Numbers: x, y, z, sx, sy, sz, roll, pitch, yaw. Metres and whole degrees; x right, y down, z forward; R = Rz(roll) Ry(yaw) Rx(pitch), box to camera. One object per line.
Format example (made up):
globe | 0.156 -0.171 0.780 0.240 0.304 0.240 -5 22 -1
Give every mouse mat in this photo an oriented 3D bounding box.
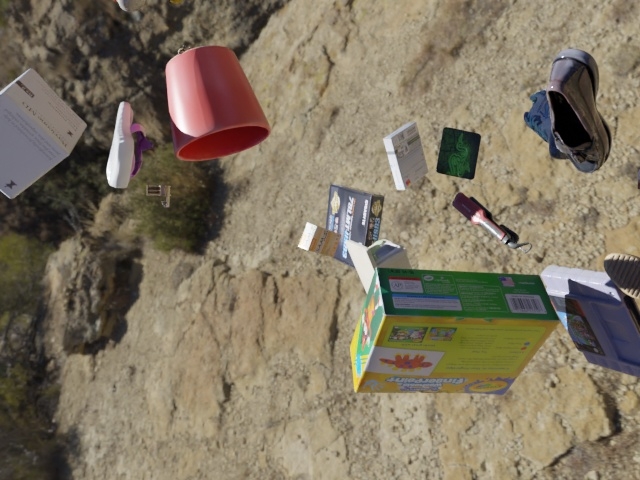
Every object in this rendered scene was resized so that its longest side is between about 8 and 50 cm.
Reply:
mouse mat | 0.532 -0.337 2.107 0.007 0.153 0.189 108 173 -84

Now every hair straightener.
hair straightener | 0.400 -0.038 1.240 0.230 0.089 0.047 47 118 49

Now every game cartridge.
game cartridge | 0.756 0.224 1.471 0.068 0.355 0.230 -44 21 -22

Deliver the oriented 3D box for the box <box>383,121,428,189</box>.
box | 0.290 -0.283 1.835 0.038 0.145 0.186 7 125 48

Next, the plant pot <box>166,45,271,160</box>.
plant pot | -0.294 -0.376 1.496 0.275 0.275 0.242 -19 85 48

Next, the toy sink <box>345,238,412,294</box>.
toy sink | 0.202 0.083 1.740 0.131 0.234 0.153 -31 21 -15

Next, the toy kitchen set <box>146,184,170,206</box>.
toy kitchen set | -0.517 -0.140 1.729 0.083 0.075 0.068 -132 43 -83

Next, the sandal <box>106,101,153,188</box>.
sandal | -0.501 -0.240 1.452 0.169 0.102 0.416 -66 27 25

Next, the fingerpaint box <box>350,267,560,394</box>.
fingerpaint box | 0.332 0.253 1.468 0.370 0.446 0.163 100 169 -45

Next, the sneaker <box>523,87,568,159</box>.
sneaker | 0.610 -0.308 1.462 0.122 0.110 0.282 -6 43 29

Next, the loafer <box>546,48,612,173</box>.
loafer | 0.489 -0.226 1.065 0.109 0.302 0.095 22 69 43

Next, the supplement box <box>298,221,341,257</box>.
supplement box | 0.000 0.000 1.303 0.036 0.099 0.062 23 94 41

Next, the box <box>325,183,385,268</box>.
box | 0.121 -0.056 2.134 0.293 0.074 0.295 27 113 58

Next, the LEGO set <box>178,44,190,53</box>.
LEGO set | -0.350 -0.518 1.499 0.054 0.083 0.023 -19 73 21

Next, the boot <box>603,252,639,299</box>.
boot | 0.794 0.088 1.359 0.090 0.249 0.207 -61 -3 17

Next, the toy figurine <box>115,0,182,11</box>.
toy figurine | -0.341 -0.559 1.046 0.148 0.209 0.212 31 124 10

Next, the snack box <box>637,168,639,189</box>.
snack box | 0.938 -0.147 1.446 0.022 0.064 0.178 -42 41 -24

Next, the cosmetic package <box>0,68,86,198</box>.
cosmetic package | -0.576 -0.209 1.054 0.152 0.151 0.183 -34 31 8
